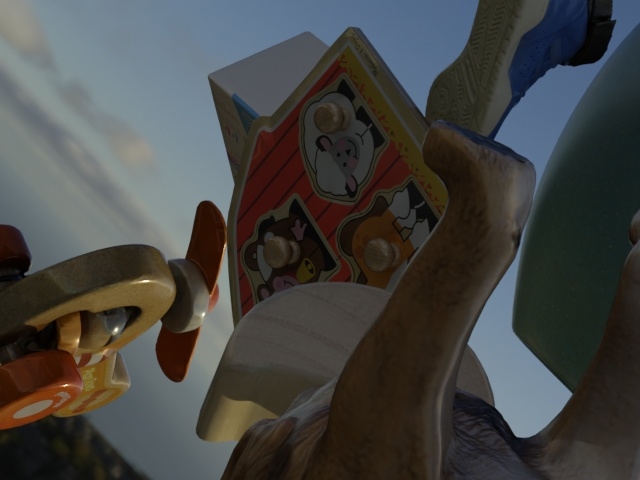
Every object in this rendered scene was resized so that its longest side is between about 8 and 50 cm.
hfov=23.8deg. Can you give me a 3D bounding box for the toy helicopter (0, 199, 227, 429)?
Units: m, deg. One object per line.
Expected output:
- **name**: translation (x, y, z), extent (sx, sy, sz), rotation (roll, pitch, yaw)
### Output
- **toy helicopter**: translation (-0.188, 0.078, 1.290), extent (0.355, 0.235, 0.140), rotation (109, -42, -69)

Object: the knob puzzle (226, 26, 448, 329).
- **knob puzzle**: translation (0.000, 0.000, 0.894), extent (0.030, 0.213, 0.213), rotation (0, 34, -47)

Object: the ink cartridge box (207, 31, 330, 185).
- **ink cartridge box**: translation (-0.013, -0.065, 1.142), extent (0.092, 0.090, 0.143), rotation (43, -28, 48)

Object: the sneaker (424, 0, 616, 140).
- **sneaker**: translation (0.118, -0.100, 0.860), extent (0.058, 0.085, 0.152), rotation (56, -41, 41)

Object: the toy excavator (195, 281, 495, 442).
- **toy excavator**: translation (-0.098, 0.239, 0.593), extent (0.222, 0.445, 0.433), rotation (116, -37, -53)

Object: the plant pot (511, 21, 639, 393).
- **plant pot**: translation (0.234, 0.034, 0.942), extent (0.290, 0.195, 0.290), rotation (45, 1, -1)

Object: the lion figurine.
- **lion figurine**: translation (0.071, 0.121, 0.374), extent (0.142, 0.240, 0.392), rotation (19, 9, -24)
